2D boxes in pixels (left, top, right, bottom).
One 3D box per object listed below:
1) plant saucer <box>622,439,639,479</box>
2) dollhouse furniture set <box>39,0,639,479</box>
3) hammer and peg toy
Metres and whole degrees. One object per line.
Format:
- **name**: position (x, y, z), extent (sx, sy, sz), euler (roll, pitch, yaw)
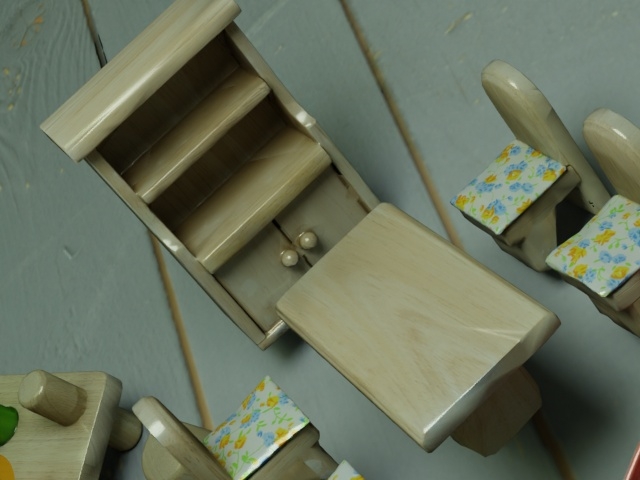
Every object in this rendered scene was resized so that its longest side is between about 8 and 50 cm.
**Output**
- **plant saucer**: position (0.336, 0.097, 0.970), extent (0.258, 0.048, 0.259), euler (15, 78, 45)
- **dollhouse furniture set**: position (0.000, 0.000, 1.137), extent (0.362, 0.256, 0.394), euler (-44, 33, -6)
- **hammer and peg toy**: position (-0.259, 0.241, 1.388), extent (0.361, 0.127, 0.266), euler (-5, 63, 42)
